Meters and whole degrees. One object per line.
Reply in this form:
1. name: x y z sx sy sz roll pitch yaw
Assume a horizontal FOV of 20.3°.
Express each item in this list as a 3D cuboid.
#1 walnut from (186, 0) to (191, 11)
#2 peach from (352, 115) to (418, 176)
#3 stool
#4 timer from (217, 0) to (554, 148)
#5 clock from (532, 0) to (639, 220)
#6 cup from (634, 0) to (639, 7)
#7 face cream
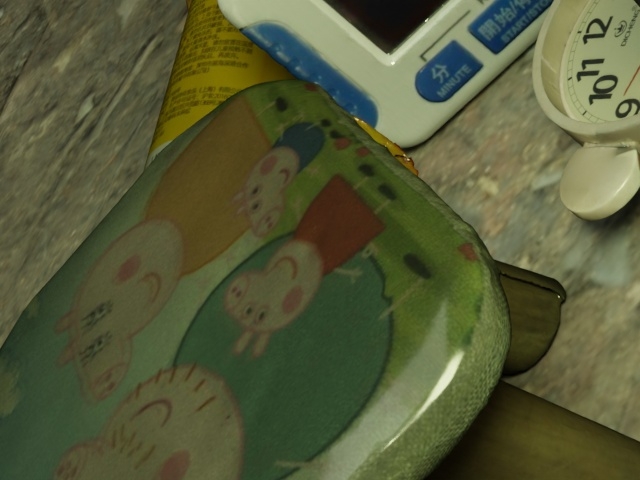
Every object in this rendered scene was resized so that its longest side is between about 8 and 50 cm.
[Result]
1. walnut: -0.069 -0.216 1.415 0.121 0.052 0.091 -29 36 32
2. peach: 0.006 0.002 1.031 0.127 0.092 0.172 -58 6 16
3. stool: -0.006 0.123 0.828 0.310 0.226 0.310 -49 30 7
4. timer: 0.074 -0.190 1.072 0.253 0.178 0.078 -41 28 19
5. clock: 0.191 -0.106 0.946 0.156 0.063 0.229 2 64 51
6. cup: 0.202 -0.141 0.741 0.203 0.288 0.203 -36 35 31
7. face cream: -0.045 -0.138 1.254 0.105 0.105 0.348 -24 42 40
